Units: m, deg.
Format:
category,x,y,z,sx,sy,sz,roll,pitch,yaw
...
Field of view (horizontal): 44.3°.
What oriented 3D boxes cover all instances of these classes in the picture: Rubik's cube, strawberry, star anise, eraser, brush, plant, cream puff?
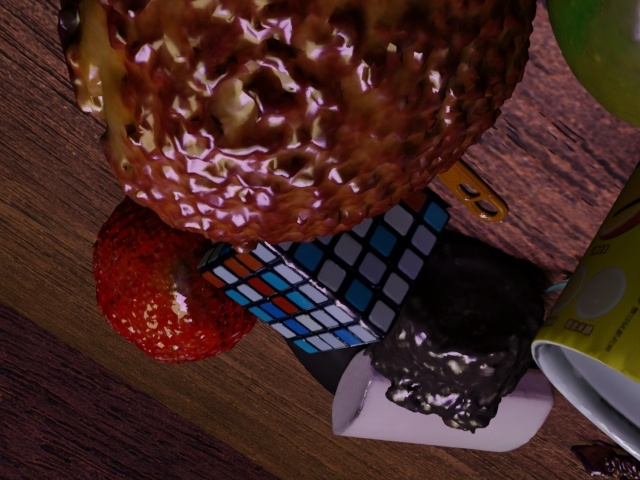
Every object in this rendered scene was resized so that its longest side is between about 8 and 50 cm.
category,x,y,z,sx,sy,sz,roll,pitch,yaw
Rubik's cube,0.000,0.000,0.895,0.187,0.184,0.182,39,153,-15
strawberry,-0.182,0.041,1.039,0.257,0.257,0.277,35,170,-10
star anise,0.450,0.375,1.158,0.141,0.144,0.158,24,153,-6
eraser,0.168,0.230,1.112,0.270,0.094,0.174,10,141,-12
brush,0.087,-0.115,0.796,0.314,0.017,0.090,41,152,-23
plant,0.163,0.121,0.948,0.178,0.204,0.234,31,151,16
cream puff,0.010,-0.142,0.459,0.229,0.350,0.350,31,155,16

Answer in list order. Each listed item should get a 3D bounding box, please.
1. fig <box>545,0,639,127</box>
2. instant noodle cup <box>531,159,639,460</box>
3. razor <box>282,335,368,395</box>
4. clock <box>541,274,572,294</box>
category,x,y,z,sx,sy,sz,roll,pitch,yaw
fig,0.209,-0.147,0.417,0.181,0.181,0.191,10,-170,35
instant noodle cup,0.308,0.061,0.552,0.311,0.221,0.311,41,173,6
razor,0.038,0.159,1.216,0.204,0.113,0.349,9,147,40
clock,0.315,0.072,0.863,0.135,0.041,0.101,30,154,-1
